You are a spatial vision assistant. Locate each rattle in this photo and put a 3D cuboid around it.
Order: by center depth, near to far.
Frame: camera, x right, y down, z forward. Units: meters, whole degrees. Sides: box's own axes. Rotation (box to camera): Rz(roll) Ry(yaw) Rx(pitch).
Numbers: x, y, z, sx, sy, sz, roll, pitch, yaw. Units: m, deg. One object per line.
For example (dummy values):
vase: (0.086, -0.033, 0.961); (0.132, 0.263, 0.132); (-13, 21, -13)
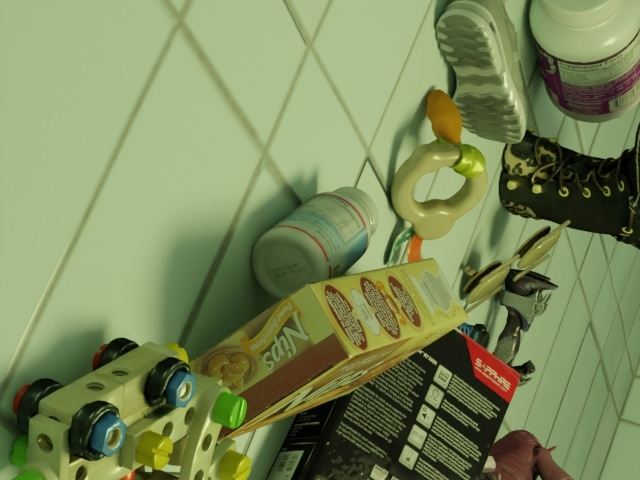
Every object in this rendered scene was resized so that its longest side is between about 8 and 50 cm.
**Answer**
rattle: (0.127, -0.071, 1.892); (0.130, 0.143, 0.199); (-15, 141, -28)

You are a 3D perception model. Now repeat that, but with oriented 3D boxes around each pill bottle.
pill bottle: (0.000, 0.000, 1.559); (0.160, 0.087, 0.087); (-40, 139, -55)
pill bottle: (0.405, -0.316, 2.206); (0.169, 0.169, 0.301); (-67, 157, -18)

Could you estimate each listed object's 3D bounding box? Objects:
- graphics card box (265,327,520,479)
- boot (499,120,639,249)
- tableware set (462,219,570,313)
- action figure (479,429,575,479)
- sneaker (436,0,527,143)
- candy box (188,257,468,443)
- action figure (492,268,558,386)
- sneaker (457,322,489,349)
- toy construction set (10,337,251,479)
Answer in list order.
graphics card box: (0.075, 0.264, 1.749); (0.233, 0.094, 0.371); (37, 62, -24)
boot: (0.415, -0.100, 2.215); (0.138, 0.284, 0.377); (-68, 158, -15)
tableware set: (0.290, 0.030, 2.256); (0.194, 0.039, 0.128); (-32, 161, -23)
action figure: (0.284, 0.404, 2.437); (0.370, 0.248, 0.275); (-42, 114, -52)
sneaker: (0.233, -0.234, 1.933); (0.115, 0.105, 0.281); (-63, 154, -26)
candy box: (0.009, 0.108, 1.513); (0.183, 0.087, 0.316); (-35, 168, 24)
action figure: (0.303, 0.189, 2.393); (0.185, 0.099, 0.285); (-13, 120, -75)
sneaker: (0.202, 0.133, 2.126); (0.058, 0.085, 0.152); (-68, 157, -15)
toy construction set: (-0.170, 0.206, 1.238); (0.327, 0.151, 0.215); (-51, 150, -65)
